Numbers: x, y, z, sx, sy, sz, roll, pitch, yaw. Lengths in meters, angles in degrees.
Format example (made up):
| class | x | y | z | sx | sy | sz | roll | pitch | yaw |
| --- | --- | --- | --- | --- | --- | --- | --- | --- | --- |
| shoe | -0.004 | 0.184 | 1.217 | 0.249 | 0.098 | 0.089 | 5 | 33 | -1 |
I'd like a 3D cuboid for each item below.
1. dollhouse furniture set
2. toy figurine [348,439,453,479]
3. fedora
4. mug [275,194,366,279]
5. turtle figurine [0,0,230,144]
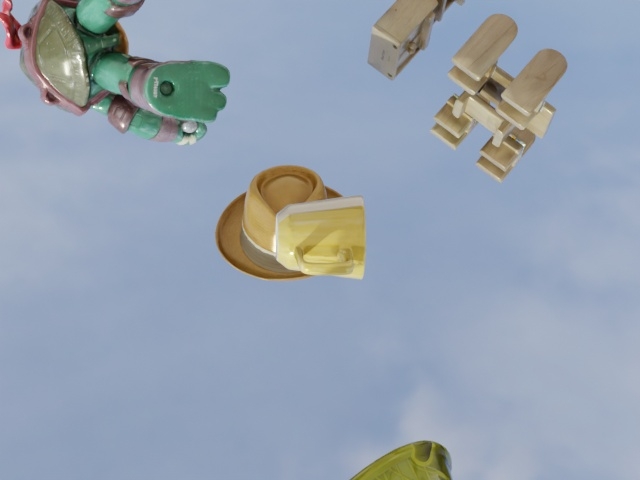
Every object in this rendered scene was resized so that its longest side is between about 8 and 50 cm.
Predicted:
| class | x | y | z | sx | sy | sz | roll | pitch | yaw |
| --- | --- | --- | --- | --- | --- | --- | --- | --- | --- |
| dollhouse furniture set | 0.206 | -0.233 | 1.939 | 0.242 | 0.212 | 0.161 | 38 | -108 | 11 |
| toy figurine | -0.002 | 0.312 | 0.932 | 0.362 | 0.191 | 0.217 | -33 | -144 | -13 |
| fedora | -0.040 | -0.033 | 1.849 | 0.194 | 0.079 | 0.194 | -2 | -140 | 1 |
| mug | 0.000 | -0.003 | 1.114 | 0.064 | 0.062 | 0.078 | 0 | 175 | -4 |
| turtle figurine | -0.139 | -0.129 | 1.008 | 0.118 | 0.175 | 0.234 | -34 | -163 | -21 |
